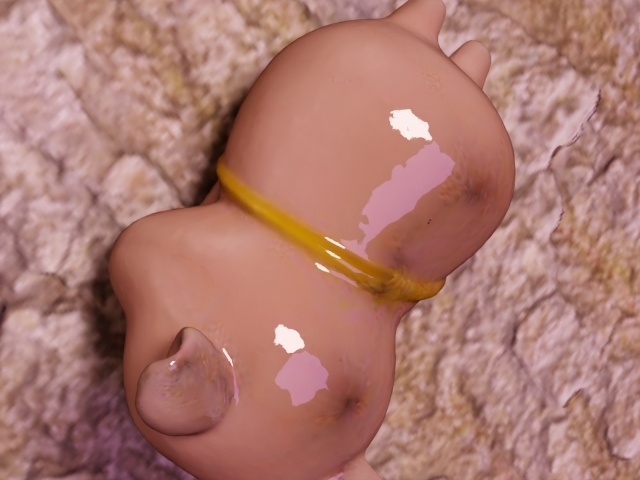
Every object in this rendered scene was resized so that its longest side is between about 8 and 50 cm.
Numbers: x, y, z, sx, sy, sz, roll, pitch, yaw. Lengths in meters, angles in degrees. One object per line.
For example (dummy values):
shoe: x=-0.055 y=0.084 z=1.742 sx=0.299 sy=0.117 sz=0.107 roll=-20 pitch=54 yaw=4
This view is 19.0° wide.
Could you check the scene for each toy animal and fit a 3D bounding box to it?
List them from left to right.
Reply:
toy animal: x=0.003 y=0.002 z=0.884 sx=0.165 sy=0.149 sz=0.248 roll=34 pitch=74 yaw=-28
